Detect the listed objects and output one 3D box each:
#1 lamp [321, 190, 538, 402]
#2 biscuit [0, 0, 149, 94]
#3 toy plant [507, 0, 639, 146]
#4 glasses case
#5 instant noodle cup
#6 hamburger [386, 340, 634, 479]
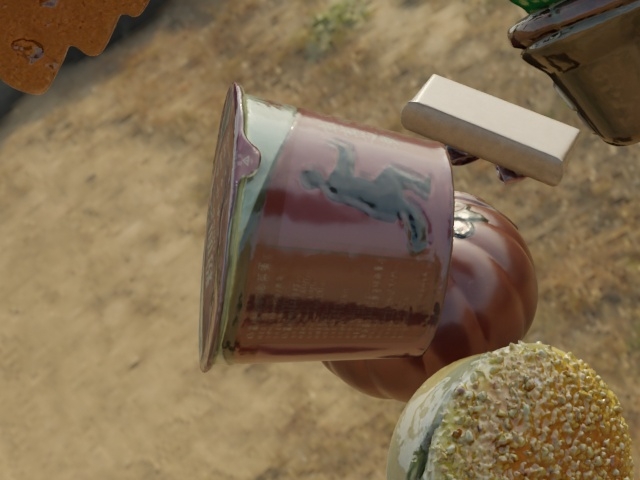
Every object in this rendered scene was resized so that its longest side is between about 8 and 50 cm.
[{"bbox_3d":[0.126,0.071,1.883,0.303,0.257,0.303,-15,28,8],"label":"lamp"},{"bbox_3d":[-0.302,-0.300,1.653,0.306,0.284,0.043,-16,38,9],"label":"biscuit"},{"bbox_3d":[0.142,-0.151,0.810,0.105,0.200,0.143,-22,11,42],"label":"toy plant"},{"bbox_3d":[0.194,-0.120,1.673,0.194,0.070,0.102,23,39,13],"label":"glasses case"},{"bbox_3d":[0.000,0.000,1.188,0.179,0.234,0.234,7,32,-8],"label":"instant noodle cup"},{"bbox_3d":[0.215,0.257,1.601,0.302,0.302,0.170,-47,23,-22],"label":"hamburger"}]
